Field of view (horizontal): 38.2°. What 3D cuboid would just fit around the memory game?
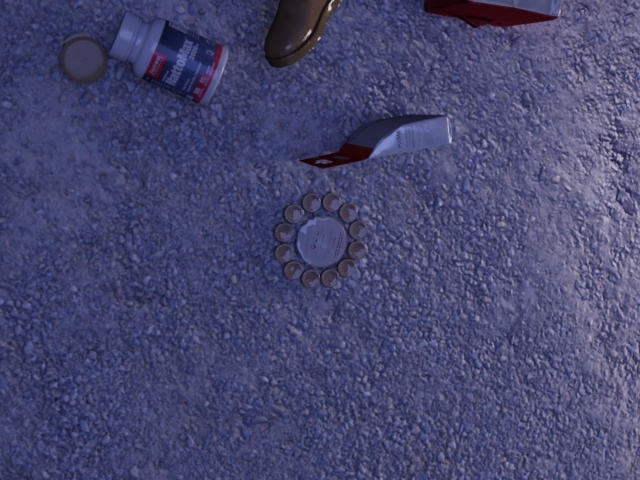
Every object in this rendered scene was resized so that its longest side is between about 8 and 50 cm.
[{"bbox_3d":[0.000,0.000,1.725,0.186,0.012,0.186,-2,99,-16],"label":"memory game"}]

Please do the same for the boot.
[{"bbox_3d":[-0.077,-0.449,1.474,0.269,0.089,0.236,53,56,-40],"label":"boot"}]

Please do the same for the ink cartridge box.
[{"bbox_3d":[0.090,-0.179,1.627,0.232,0.189,0.066,-8,101,-14],"label":"ink cartridge box"}]

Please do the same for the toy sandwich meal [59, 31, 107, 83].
[{"bbox_3d":[-0.400,-0.307,1.555,0.085,0.029,0.086,-4,104,-18],"label":"toy sandwich meal"}]

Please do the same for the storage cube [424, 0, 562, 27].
[{"bbox_3d":[0.314,-0.490,1.637,0.183,0.193,0.215,6,96,-16],"label":"storage cube"}]

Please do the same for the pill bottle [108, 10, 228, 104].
[{"bbox_3d":[-0.256,-0.310,1.552,0.180,0.108,0.108,22,93,-17],"label":"pill bottle"}]
